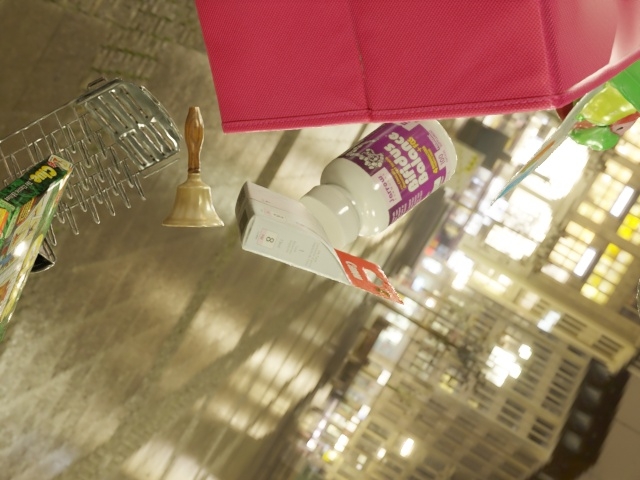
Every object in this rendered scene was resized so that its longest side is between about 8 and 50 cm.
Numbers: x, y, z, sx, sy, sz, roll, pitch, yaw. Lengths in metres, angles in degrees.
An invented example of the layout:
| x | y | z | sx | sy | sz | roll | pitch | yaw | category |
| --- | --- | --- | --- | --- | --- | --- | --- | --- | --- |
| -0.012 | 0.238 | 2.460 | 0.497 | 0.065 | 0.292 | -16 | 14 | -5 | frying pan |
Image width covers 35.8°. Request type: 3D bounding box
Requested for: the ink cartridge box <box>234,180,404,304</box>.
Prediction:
| x | y | z | sx | sy | sz | roll | pitch | yaw | category |
| --- | --- | --- | --- | --- | --- | --- | --- | --- | --- |
| 0.000 | 0.000 | 1.354 | 0.189 | 0.232 | 0.066 | -116 | -136 | -72 | ink cartridge box |

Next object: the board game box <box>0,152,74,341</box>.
| x | y | z | sx | sy | sz | roll | pitch | yaw | category |
| --- | --- | --- | --- | --- | --- | --- | --- | --- | --- |
| -0.315 | 0.049 | 0.948 | 0.259 | 0.030 | 0.136 | -61 | -175 | 24 | board game box |

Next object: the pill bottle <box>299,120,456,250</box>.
| x | y | z | sx | sy | sz | roll | pitch | yaw | category |
| --- | --- | --- | --- | --- | --- | --- | --- | --- | --- |
| 0.107 | -0.113 | 1.913 | 0.301 | 0.169 | 0.169 | -38 | 164 | -26 | pill bottle |

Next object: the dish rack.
| x | y | z | sx | sy | sz | roll | pitch | yaw | category |
| --- | --- | --- | --- | --- | --- | --- | --- | --- | --- |
| -0.301 | -0.081 | 1.210 | 0.272 | 0.074 | 0.208 | -28 | 153 | 3 | dish rack |

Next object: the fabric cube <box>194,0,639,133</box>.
| x | y | z | sx | sy | sz | roll | pitch | yaw | category |
| --- | --- | --- | --- | --- | --- | --- | --- | --- | --- |
| 0.074 | -0.234 | 0.665 | 0.254 | 0.259 | 0.258 | -32 | 116 | -50 | fabric cube |

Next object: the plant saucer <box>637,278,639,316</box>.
| x | y | z | sx | sy | sz | roll | pitch | yaw | category |
| --- | --- | --- | --- | --- | --- | --- | --- | --- | --- |
| 0.768 | 0.063 | 1.816 | 0.100 | 0.400 | 0.400 | 42 | 75 | -41 | plant saucer |

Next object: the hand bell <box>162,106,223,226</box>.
| x | y | z | sx | sy | sz | roll | pitch | yaw | category |
| --- | --- | --- | --- | --- | --- | --- | --- | --- | --- |
| -0.260 | -0.151 | 2.021 | 0.126 | 0.126 | 0.242 | -19 | 110 | -80 | hand bell |

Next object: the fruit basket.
| x | y | z | sx | sy | sz | roll | pitch | yaw | category |
| --- | --- | --- | --- | --- | --- | --- | --- | --- | --- |
| 0.372 | -0.196 | 1.151 | 0.327 | 0.165 | 0.353 | -38 | 164 | -30 | fruit basket |
